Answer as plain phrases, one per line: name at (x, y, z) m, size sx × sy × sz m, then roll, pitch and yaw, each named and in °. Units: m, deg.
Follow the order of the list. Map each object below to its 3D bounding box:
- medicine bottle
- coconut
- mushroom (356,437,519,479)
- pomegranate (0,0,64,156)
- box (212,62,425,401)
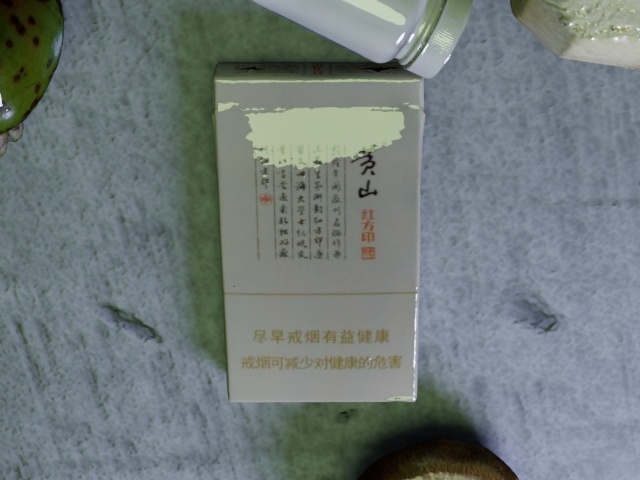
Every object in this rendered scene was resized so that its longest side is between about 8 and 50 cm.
medicine bottle at (0.036, -0.225, 1.287) m, size 0.186 × 0.103 × 0.103 m, roll 24°, pitch 115°, yaw -12°
coconut at (0.278, -0.254, 1.209) m, size 0.241 × 0.241 × 0.241 m, roll 0°, pitch 117°, yaw 1°
mushroom at (0.117, 0.313, 1.556) m, size 0.194 × 0.138 × 0.231 m, roll 35°, pitch 102°, yaw -1°
pomegranate at (-0.321, -0.166, 1.282) m, size 0.202 × 0.202 × 0.248 m, roll -3°, pitch 144°, yaw 3°
box at (0.000, -0.001, 1.431) m, size 0.204 × 0.051 × 0.365 m, roll 0°, pitch 117°, yaw 1°
